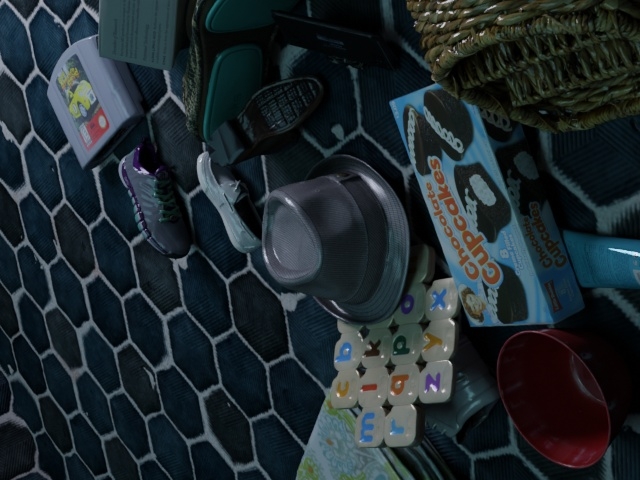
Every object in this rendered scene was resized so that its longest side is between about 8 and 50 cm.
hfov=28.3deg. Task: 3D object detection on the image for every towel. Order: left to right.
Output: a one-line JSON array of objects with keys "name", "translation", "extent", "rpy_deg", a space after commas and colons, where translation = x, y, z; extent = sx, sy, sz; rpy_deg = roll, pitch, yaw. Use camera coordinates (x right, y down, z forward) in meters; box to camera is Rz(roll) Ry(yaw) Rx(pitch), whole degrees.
[{"name": "towel", "translation": [0.098, 0.424, 2.050], "extent": [0.320, 0.090, 0.374], "rpy_deg": [51, 144, 27]}]

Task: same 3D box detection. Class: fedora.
[{"name": "fedora", "translation": [0.000, 0.000, 1.836], "extent": [0.275, 0.124, 0.244], "rpy_deg": [42, 126, 49]}]

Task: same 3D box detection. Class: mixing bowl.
[{"name": "mixing bowl", "translation": [0.316, 0.177, 1.566], "extent": [0.181, 0.098, 0.181], "rpy_deg": [34, 136, 40]}]

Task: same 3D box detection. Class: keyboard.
[{"name": "keyboard", "translation": [0.024, -0.270, 1.730], "extent": [0.180, 0.023, 0.108], "rpy_deg": [20, 163, 31]}]

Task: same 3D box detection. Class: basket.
[{"name": "basket", "translation": [0.246, -0.211, 1.320], "extent": [0.299, 0.213, 0.223], "rpy_deg": [-10, 101, 57]}]

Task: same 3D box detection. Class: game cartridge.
[{"name": "game cartridge", "translation": [-0.434, -0.270, 2.415], "extent": [0.294, 0.060, 0.196], "rpy_deg": [-34, 77, 57]}]

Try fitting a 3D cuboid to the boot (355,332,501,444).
[{"name": "boot", "translation": [0.155, 0.248, 1.822], "extent": [0.123, 0.095, 0.258], "rpy_deg": [53, 133, 16]}]

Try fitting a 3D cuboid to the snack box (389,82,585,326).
[{"name": "snack box", "translation": [0.206, -0.049, 1.605], "extent": [0.187, 0.060, 0.322], "rpy_deg": [-11, 100, 64]}]

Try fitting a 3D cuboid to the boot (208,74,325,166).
[{"name": "boot", "translation": [-0.064, -0.186, 1.924], "extent": [0.219, 0.106, 0.082], "rpy_deg": [-29, 82, 29]}]

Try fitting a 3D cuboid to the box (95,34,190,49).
[{"name": "box", "translation": [-0.283, -0.331, 2.097], "extent": [0.162, 0.116, 0.029], "rpy_deg": [16, 121, 50]}]

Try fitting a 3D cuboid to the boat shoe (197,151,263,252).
[{"name": "boat shoe", "translation": [-0.143, -0.068, 2.113], "extent": [0.063, 0.066, 0.184], "rpy_deg": [-23, 88, 43]}]

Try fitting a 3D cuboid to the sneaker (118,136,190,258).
[{"name": "sneaker", "translation": [-0.295, -0.076, 2.309], "extent": [0.224, 0.083, 0.098], "rpy_deg": [59, 142, 12]}]

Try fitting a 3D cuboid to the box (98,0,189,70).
[{"name": "box", "translation": [-0.257, -0.388, 1.939], "extent": [0.119, 0.181, 0.182], "rpy_deg": [12, 131, 2]}]

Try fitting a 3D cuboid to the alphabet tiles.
[{"name": "alphabet tiles", "translation": [0.106, 0.150, 1.791], "extent": [0.278, 0.021, 0.284], "rpy_deg": [-15, 65, 54]}]

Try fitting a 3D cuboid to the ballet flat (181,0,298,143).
[{"name": "ballet flat", "translation": [-0.132, -0.336, 1.855], "extent": [0.182, 0.164, 0.483], "rpy_deg": [63, 152, 24]}]

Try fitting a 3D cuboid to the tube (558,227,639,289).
[{"name": "tube", "translation": [0.348, 0.026, 1.479], "extent": [0.207, 0.052, 0.080], "rpy_deg": [5, 110, 61]}]
